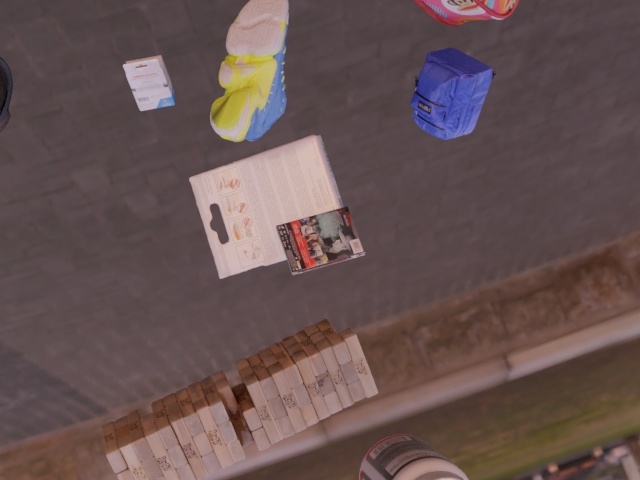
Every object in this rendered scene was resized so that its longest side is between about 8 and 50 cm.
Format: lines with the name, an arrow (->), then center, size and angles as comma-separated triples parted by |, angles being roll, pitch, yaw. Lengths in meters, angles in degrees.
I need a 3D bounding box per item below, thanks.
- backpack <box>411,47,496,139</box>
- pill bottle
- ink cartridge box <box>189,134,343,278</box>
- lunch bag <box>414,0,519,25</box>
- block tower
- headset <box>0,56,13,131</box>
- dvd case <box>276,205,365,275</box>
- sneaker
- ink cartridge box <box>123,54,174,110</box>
backpack -> 0.184, -0.213, 1.699 | 0.101, 0.098, 0.120 | -18, 134, -37
pill bottle -> 0.177, 0.450, 2.016 | 0.161, 0.161, 0.283 | -16, -173, -11
ink cartridge box -> -0.080, -0.053, 1.863 | 0.224, 0.181, 0.056 | -18, 176, 13
lunch bag -> 0.179, -0.456, 1.506 | 0.120, 0.293, 0.258 | 3, 160, 47
block tower -> -0.102, 0.213, 1.443 | 0.335, 0.091, 0.097 | -24, -160, -7
headset -> -0.489, -0.246, 1.437 | 0.185, 0.243, 0.394 | -56, -172, -13
dvd case -> 0.000, 0.000, 1.773 | 0.119, 0.087, 0.013 | -17, 156, -9
sneaker -> -0.096, -0.264, 1.784 | 0.091, 0.240, 0.126 | 22, 179, 25
ink cartridge box -> -0.222, -0.210, 1.480 | 0.048, 0.028, 0.083 | -10, 141, 3
